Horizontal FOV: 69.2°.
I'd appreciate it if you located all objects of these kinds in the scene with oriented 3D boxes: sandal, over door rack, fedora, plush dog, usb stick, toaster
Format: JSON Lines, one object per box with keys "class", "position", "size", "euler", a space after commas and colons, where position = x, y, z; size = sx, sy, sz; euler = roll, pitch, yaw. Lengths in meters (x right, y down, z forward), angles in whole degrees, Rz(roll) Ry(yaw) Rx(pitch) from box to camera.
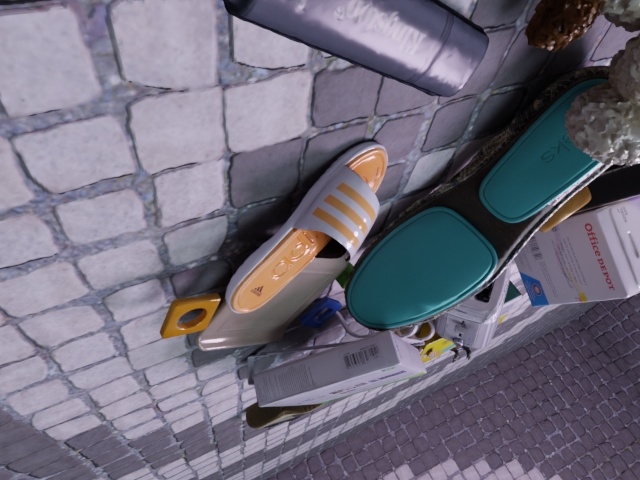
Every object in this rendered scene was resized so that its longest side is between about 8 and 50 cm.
{"class": "sandal", "position": [0.004, 0.004, 0.552], "size": [0.265, 0.076, 0.102], "euler": [-48, 148, 0]}
{"class": "over door rack", "position": [0.038, 0.196, 0.931], "size": [0.324, 0.108, 0.239], "euler": [-26, 154, 23]}
{"class": "fedora", "position": [0.389, -0.071, 0.780], "size": [0.194, 0.079, 0.194], "euler": [-41, 173, -6]}
{"class": "plush dog", "position": [0.325, -0.219, 0.406], "size": [0.262, 0.225, 0.210], "euler": [-46, -172, 7]}
{"class": "usb stick", "position": [0.047, -0.178, 0.380], "size": [0.278, 0.045, 0.077], "euler": [1, 140, -43]}
{"class": "toaster", "position": [0.312, 0.097, 0.941], "size": [0.227, 0.129, 0.146], "euler": [-63, 158, -23]}

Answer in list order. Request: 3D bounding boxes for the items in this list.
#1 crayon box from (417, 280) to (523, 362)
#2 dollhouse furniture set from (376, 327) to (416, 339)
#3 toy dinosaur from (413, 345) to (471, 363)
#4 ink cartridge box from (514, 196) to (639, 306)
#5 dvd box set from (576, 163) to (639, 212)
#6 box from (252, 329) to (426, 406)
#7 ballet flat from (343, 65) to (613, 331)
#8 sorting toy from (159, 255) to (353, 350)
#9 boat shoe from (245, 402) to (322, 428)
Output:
{"class": "crayon box", "position": [0.403, 0.237, 1.344], "size": [0.318, 0.081, 0.202], "euler": [-23, 151, -14]}
{"class": "dollhouse furniture set", "position": [0.198, 0.309, 1.222], "size": [0.144, 0.123, 0.151], "euler": [-27, 152, -6]}
{"class": "toy dinosaur", "position": [0.413, 0.328, 1.467], "size": [0.268, 0.118, 0.064], "euler": [-14, 132, -30]}
{"class": "ink cartridge box", "position": [0.556, 0.026, 0.969], "size": [0.168, 0.171, 0.232], "euler": [-17, 176, -23]}
{"class": "dvd box set", "position": [0.710, -0.152, 0.898], "size": [0.420, 0.062, 0.307], "euler": [-16, 176, -24]}
{"class": "box", "position": [0.054, 0.239, 0.832], "size": [0.232, 0.059, 0.322], "euler": [-21, 156, 12]}
{"class": "ballet flat", "position": [0.239, -0.042, 0.690], "size": [0.483, 0.164, 0.182], "euler": [-46, 175, 23]}
{"class": "sorting toy", "position": [-0.072, 0.075, 0.676], "size": [0.347, 0.047, 0.196], "euler": [8, 127, -53]}
{"class": "boat shoe", "position": [-0.082, 0.424, 1.201], "size": [0.223, 0.080, 0.073], "euler": [-20, 156, -7]}
